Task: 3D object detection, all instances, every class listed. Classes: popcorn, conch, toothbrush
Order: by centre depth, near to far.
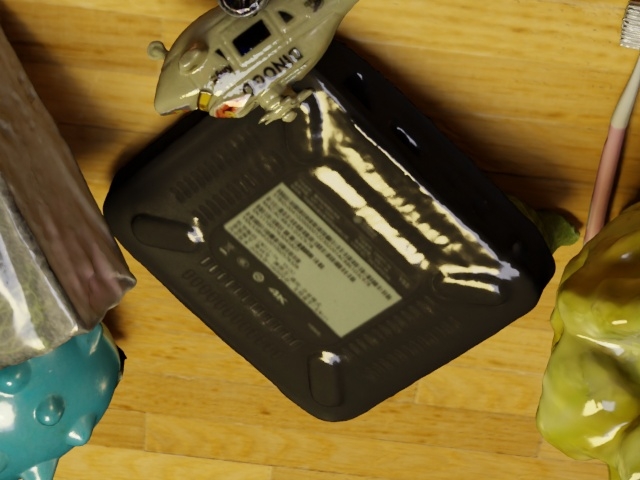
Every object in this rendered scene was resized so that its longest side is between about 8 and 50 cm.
[{"bbox_3d":[0.309,0.069,1.463,0.312,0.312,0.312,3,138,3],"label":"popcorn"},{"bbox_3d":[0.229,-0.077,1.515,0.025,0.020,0.286,11,138,7],"label":"toothbrush"},{"bbox_3d":[0.152,-0.001,1.585,0.121,0.074,0.089,0,158,-26],"label":"conch"}]

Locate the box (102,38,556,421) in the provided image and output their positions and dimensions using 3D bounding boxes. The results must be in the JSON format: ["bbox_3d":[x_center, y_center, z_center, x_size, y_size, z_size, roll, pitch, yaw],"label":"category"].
[{"bbox_3d":[0.000,0.000,1.548,0.290,0.073,0.289,44,130,-15],"label":"box"}]

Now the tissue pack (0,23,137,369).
[{"bbox_3d":[-0.377,-0.005,1.511,0.394,0.124,0.288,-23,102,27],"label":"tissue pack"}]

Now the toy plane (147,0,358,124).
[{"bbox_3d":[0.000,-0.166,1.376,0.286,0.092,0.108,-35,82,11],"label":"toy plane"}]

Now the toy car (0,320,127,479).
[{"bbox_3d":[-0.301,0.137,1.685,0.255,0.190,0.188,-18,133,27],"label":"toy car"}]
